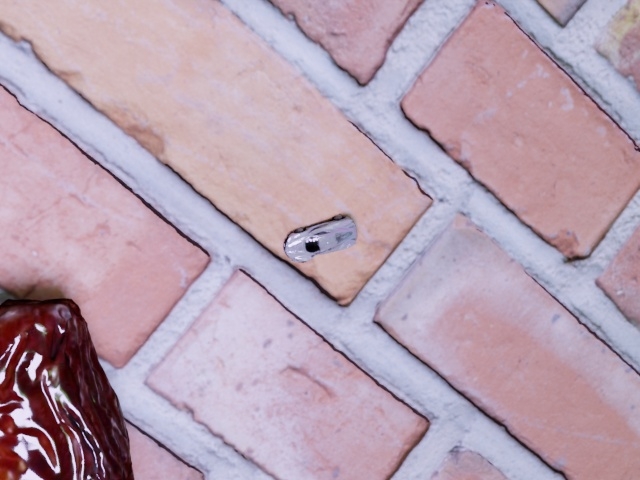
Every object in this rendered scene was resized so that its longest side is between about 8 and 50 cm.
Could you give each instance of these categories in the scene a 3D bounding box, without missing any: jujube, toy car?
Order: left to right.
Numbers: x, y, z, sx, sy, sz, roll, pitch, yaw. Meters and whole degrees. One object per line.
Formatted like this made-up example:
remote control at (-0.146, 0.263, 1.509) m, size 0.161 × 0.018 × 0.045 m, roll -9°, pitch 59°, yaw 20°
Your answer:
jujube at (-0.314, 0.229, 1.817) m, size 0.216 × 0.216 × 0.342 m, roll -8°, pitch 105°, yaw -21°
toy car at (0.000, 0.000, 1.964) m, size 0.093 × 0.025 × 0.041 m, roll -20°, pitch 113°, yaw -17°
